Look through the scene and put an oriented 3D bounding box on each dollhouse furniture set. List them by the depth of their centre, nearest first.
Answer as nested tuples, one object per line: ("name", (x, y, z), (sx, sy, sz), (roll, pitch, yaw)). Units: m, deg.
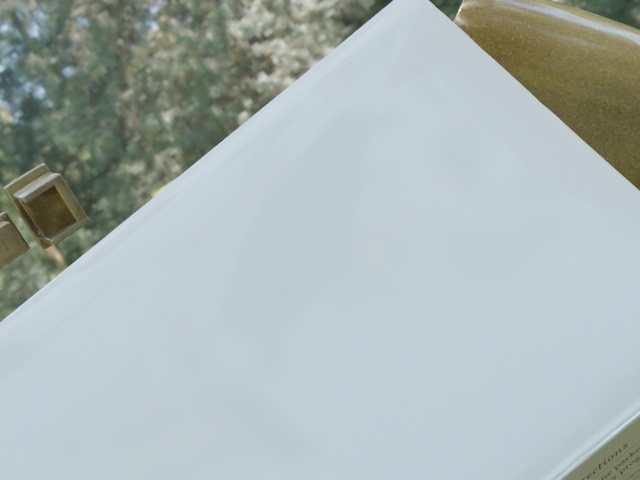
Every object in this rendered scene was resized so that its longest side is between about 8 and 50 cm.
("dollhouse furniture set", (-0.246, 0.056, 0.937), (0.182, 0.161, 0.101), (-35, 19, -20))

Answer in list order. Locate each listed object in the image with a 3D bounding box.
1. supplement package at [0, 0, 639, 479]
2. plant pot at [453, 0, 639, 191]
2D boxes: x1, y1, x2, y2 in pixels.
("supplement package", (0.013, 0.072, 0.486), (0.262, 0.204, 0.145), (-39, -37, 0))
("plant pot", (0.209, -0.035, 0.823), (0.237, 0.254, 0.237), (12, -90, -74))
